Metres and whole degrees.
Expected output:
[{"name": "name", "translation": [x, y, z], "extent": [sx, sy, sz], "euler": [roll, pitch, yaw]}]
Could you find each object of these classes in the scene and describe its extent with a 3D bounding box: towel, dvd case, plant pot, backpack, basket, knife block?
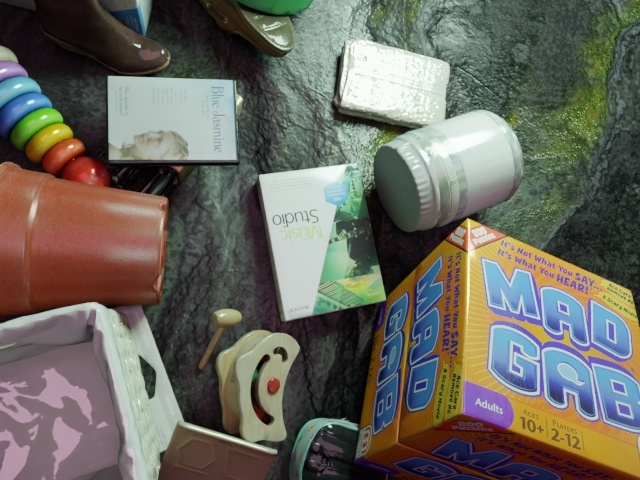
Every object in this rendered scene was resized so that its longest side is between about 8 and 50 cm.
[{"name": "towel", "translation": [0.176, -0.372, 1.190], "extent": [0.282, 0.049, 0.187], "euler": [10, 80, -12]}, {"name": "dvd case", "translation": [-0.292, -0.237, 0.979], "extent": [0.253, 0.022, 0.180], "euler": [-2, 81, -14]}, {"name": "plant pot", "translation": [-0.416, 0.011, 0.879], "extent": [0.265, 0.272, 0.272], "euler": [4, 80, -15]}, {"name": "backpack", "translation": [0.033, 0.440, 0.975], "extent": [0.188, 0.144, 0.165], "euler": [25, 76, -23]}, {"name": "basket", "translation": [-0.445, 0.290, 0.758], "extent": [0.328, 0.266, 0.331], "euler": [-15, 86, -15]}, {"name": "knife block", "translation": [-0.290, -0.179, 1.029], "extent": [0.276, 0.088, 0.242], "euler": [-7, 84, -14]}]

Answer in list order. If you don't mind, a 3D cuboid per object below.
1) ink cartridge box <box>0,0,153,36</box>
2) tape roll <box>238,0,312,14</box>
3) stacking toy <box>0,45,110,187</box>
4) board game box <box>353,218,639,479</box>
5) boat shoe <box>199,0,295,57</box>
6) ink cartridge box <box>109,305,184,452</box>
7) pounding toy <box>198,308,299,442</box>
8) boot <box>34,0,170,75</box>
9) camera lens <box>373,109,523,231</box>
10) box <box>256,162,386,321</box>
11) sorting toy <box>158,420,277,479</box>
[{"name": "ink cartridge box", "translation": [-0.504, -0.548, 0.967], "extent": [0.308, 0.223, 0.129], "euler": [10, 80, -11]}, {"name": "tape roll", "translation": [-0.139, -0.646, 1.079], "extent": [0.321, 0.077, 0.321], "euler": [15, 58, -24]}, {"name": "stacking toy", "translation": [-0.551, -0.208, 0.963], "extent": [0.141, 0.141, 0.330], "euler": [-44, 99, -16]}, {"name": "board game box", "translation": [0.317, 0.252, 0.905], "extent": [0.356, 0.356, 0.356], "euler": [22, 52, -9]}, {"name": "boat shoe", "translation": [-0.180, -0.518, 1.103], "extent": [0.307, 0.104, 0.111], "euler": [49, 54, 1]}, {"name": "ink cartridge box", "translation": [-0.422, 0.293, 0.934], "extent": [0.261, 0.066, 0.296], "euler": [-20, 87, -16]}, {"name": "pounding toy", "translation": [-0.144, 0.264, 1.003], "extent": [0.154, 0.155, 0.269], "euler": [-7, 92, -43]}, {"name": "boot", "translation": [-0.432, -0.422, 0.971], "extent": [0.248, 0.207, 0.090], "euler": [9, 80, -12]}, {"name": "camera lens", "translation": [0.284, -0.154, 1.090], "extent": [0.274, 0.219, 0.219], "euler": [-20, 86, -15]}, {"name": "box", "translation": [0.000, 0.000, 1.084], "extent": [0.232, 0.058, 0.322], "euler": [-10, 84, -14]}, {"name": "sorting toy", "translation": [-0.203, 0.435, 0.931], "extent": [0.193, 0.038, 0.208], "euler": [21, 113, -9]}]
